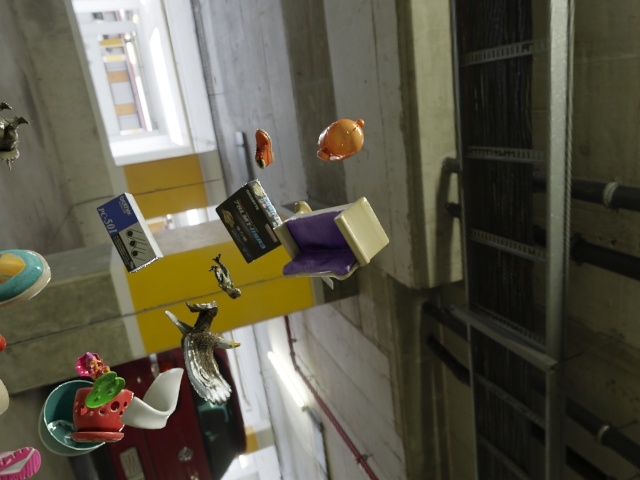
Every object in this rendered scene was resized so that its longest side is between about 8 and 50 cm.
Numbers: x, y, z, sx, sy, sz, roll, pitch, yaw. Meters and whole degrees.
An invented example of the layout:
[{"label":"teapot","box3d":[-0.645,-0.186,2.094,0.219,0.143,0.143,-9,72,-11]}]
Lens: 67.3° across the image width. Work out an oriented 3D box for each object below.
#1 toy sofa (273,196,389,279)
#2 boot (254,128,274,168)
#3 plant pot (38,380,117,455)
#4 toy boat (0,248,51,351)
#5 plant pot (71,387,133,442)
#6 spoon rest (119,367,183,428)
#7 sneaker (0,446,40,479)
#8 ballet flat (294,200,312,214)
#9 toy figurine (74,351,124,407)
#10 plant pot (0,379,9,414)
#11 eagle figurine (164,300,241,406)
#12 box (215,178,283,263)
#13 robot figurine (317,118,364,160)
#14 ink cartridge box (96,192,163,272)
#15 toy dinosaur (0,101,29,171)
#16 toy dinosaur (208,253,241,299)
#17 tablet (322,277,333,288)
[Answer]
[{"label":"toy sofa","box3d":[0.000,0.000,1.370,0.362,0.177,0.150,-5,-62,57]},{"label":"boot","box3d":[-0.233,-0.360,1.902,0.059,0.084,0.158,9,-49,29]},{"label":"plant pot","box3d":[-1.007,0.745,1.941,0.195,0.290,0.290,-43,-127,23]},{"label":"toy boat","box3d":[-0.908,0.149,1.338,0.148,0.268,0.318,79,0,-52]},{"label":"plant pot","box3d":[-0.774,0.619,1.698,0.191,0.191,0.174,120,-28,-64]},{"label":"spoon rest","box3d":[-0.366,0.368,1.092,0.084,0.137,0.276,32,-6,-1]},{"label":"sneaker","box3d":[-0.918,0.645,1.315,0.111,0.252,0.103,-29,-112,45]},{"label":"ballet flat","box3d":[-0.041,-0.070,1.999,0.232,0.080,0.073,46,46,-41]},{"label":"toy figurine","box3d":[-0.735,0.426,1.560,0.159,0.130,0.173,43,-45,24]},{"label":"plant pot","box3d":[-1.177,0.541,1.474,0.274,0.257,0.256,-63,150,-63]},{"label":"eagle figurine","box3d":[-0.362,0.348,1.510,0.225,0.226,0.298,5,-93,28]},{"label":"box","box3d":[-0.296,-0.075,2.079,0.293,0.073,0.295,-26,-85,47]},{"label":"robot figurine","box3d":[0.067,-0.332,1.607,0.219,0.158,0.128,-169,-108,-76]},{"label":"ink cartridge box","box3d":[-0.541,-0.021,1.363,0.207,0.097,0.046,62,3,4]},{"label":"toy dinosaur","box3d":[-1.031,-0.361,1.497,0.121,0.160,0.313,24,-20,31]},{"label":"toy dinosaur","box3d":[-0.352,0.121,1.722,0.118,0.064,0.268,66,-10,-29]},{"label":"tablet","box3d":[0.027,0.167,2.044,0.083,0.006,0.054,45,-25,34]}]
